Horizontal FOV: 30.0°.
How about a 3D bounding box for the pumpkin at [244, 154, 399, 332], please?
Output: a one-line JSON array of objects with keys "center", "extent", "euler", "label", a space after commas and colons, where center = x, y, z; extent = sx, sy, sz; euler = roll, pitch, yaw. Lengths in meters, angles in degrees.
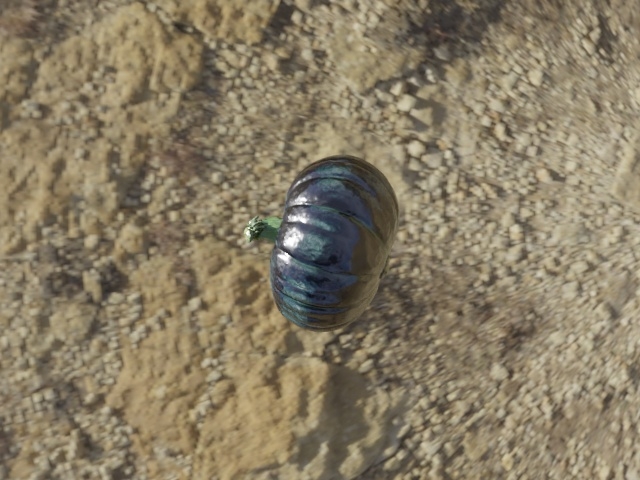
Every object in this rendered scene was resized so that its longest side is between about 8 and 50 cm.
[{"center": [0.013, 0.003, 1.290], "extent": [0.150, 0.194, 0.194], "euler": [38, 103, 22], "label": "pumpkin"}]
